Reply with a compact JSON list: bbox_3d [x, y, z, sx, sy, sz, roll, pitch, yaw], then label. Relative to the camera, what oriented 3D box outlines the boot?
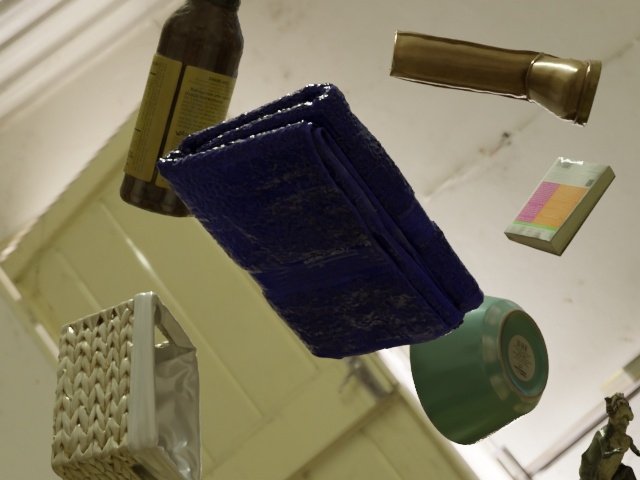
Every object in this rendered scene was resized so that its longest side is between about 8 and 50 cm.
[{"bbox_3d":[0.227,-0.224,1.426,0.236,0.269,0.089,-69,-10,-79],"label":"boot"}]

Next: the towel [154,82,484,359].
[{"bbox_3d":[0.000,0.000,1.076,0.227,0.308,0.076,-19,34,30],"label":"towel"}]

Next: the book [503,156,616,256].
[{"bbox_3d":[0.331,-0.052,1.469,0.144,0.035,0.096,-51,35,-14],"label":"book"}]

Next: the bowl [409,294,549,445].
[{"bbox_3d":[0.329,0.232,2.048,0.163,0.312,0.311,-18,3,40],"label":"bowl"}]

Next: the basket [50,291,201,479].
[{"bbox_3d":[-0.177,0.151,0.963,0.103,0.167,0.113,-16,-41,9],"label":"basket"}]

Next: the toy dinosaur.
[{"bbox_3d":[0.338,0.295,1.249,0.064,0.118,0.268,-4,-48,-27],"label":"toy dinosaur"}]

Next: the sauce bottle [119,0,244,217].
[{"bbox_3d":[-0.157,-0.203,1.310,0.111,0.111,0.344,-4,-67,-69],"label":"sauce bottle"}]
